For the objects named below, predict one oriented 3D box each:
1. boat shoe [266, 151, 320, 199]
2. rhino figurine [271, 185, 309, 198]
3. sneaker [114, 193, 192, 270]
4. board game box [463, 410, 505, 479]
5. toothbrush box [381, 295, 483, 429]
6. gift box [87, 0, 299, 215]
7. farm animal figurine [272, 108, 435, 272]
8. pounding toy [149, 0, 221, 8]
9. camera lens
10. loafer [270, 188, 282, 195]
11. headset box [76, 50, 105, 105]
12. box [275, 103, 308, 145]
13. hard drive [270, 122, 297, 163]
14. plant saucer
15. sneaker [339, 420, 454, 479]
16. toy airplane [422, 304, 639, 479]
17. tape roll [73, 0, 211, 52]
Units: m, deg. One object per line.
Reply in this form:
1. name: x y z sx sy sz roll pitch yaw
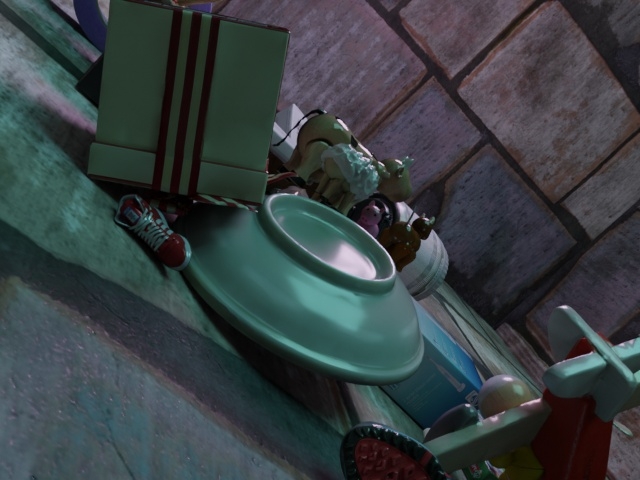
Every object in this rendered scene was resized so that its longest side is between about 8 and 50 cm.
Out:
1. boat shoe: -0.083 -0.158 1.813 0.342 0.123 0.123 28 21 -45
2. rhino figurine: -0.076 -0.060 1.443 0.073 0.106 0.243 46 9 -1
3. sneaker: -0.203 -0.012 0.875 0.118 0.042 0.067 44 2 37
4. board game box: 0.314 0.404 1.405 0.213 0.046 0.317 43 9 -23
5. toothbrush box: 0.148 0.186 1.335 0.295 0.126 0.216 45 11 -9
6. gift box: -0.152 -0.173 0.990 0.276 0.258 0.255 12 17 -2
7. farm animal figurine: 0.064 -0.112 1.298 0.327 0.172 0.330 41 -3 -39
8. pounding toy: -0.281 -0.447 1.352 0.154 0.155 0.269 44 8 -36
9. camera lens: 0.185 0.019 1.920 0.274 0.219 0.219 38 12 -41
10. loafer: -0.091 -0.083 1.687 0.039 0.045 0.125 28 22 -44
11. headset box: -0.293 -0.253 1.285 0.218 0.110 0.293 42 9 -22
12. box: -0.069 -0.228 1.944 0.182 0.119 0.181 48 27 -34
13. hard drive: -0.151 -0.267 1.541 0.233 0.047 0.353 49 6 32
14. plant saucer: -0.006 0.032 1.031 0.400 0.100 0.400 28 21 -11
15. sneaker: 0.101 0.295 0.849 0.262 0.104 0.125 47 -9 -22
16. toy airplane: 0.330 0.265 1.079 0.386 0.384 0.272 40 -2 -33
17. tape roll: -0.367 -0.503 1.509 0.275 0.275 0.090 40 12 -34
